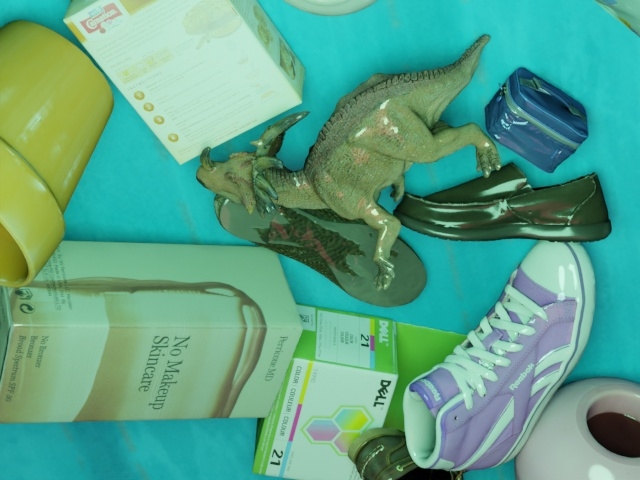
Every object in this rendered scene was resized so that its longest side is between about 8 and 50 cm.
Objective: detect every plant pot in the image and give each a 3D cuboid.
[{"bbox_3d":[-0.294,-0.093,1.252,0.205,0.188,0.205,26,152,15],"label":"plant pot"}]

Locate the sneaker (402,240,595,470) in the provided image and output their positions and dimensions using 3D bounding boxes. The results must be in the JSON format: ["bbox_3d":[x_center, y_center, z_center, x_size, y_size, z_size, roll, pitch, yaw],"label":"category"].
[{"bbox_3d":[0.178,0.124,1.414,0.161,0.102,0.282,3,114,-41],"label":"sneaker"}]

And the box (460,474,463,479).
[{"bbox_3d":[0.120,0.382,1.633,0.119,0.181,0.182,-5,128,7],"label":"box"}]

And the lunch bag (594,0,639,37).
[{"bbox_3d":[0.313,-0.258,1.140,0.223,0.160,0.262,31,156,-21],"label":"lunch bag"}]

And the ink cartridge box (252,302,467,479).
[{"bbox_3d":[0.066,0.185,1.536,0.255,0.097,0.189,10,127,-5],"label":"ink cartridge box"}]

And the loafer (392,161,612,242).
[{"bbox_3d":[0.183,-0.041,1.379,0.220,0.080,0.078,1,97,0],"label":"loafer"}]

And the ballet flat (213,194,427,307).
[{"bbox_3d":[0.000,0.000,1.426,0.250,0.058,0.084,22,100,-21],"label":"ballet flat"}]

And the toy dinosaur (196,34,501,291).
[{"bbox_3d":[0.036,-0.093,1.277,0.200,0.127,0.296,35,110,-29],"label":"toy dinosaur"}]

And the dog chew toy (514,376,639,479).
[{"bbox_3d":[0.309,0.308,1.566,0.206,0.206,0.332,6,136,-2],"label":"dog chew toy"}]

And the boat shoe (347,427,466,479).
[{"bbox_3d":[0.121,0.250,1.526,0.207,0.073,0.073,1,121,-44],"label":"boat shoe"}]

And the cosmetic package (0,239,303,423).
[{"bbox_3d":[-0.187,0.094,1.398,0.296,0.129,0.153,0,132,-23],"label":"cosmetic package"}]

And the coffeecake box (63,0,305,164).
[{"bbox_3d":[-0.123,-0.182,1.273,0.142,0.068,0.185,-25,123,20],"label":"coffeecake box"}]

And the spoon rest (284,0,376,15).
[{"bbox_3d":[0.043,-0.296,1.186,0.137,0.084,0.276,30,137,-18],"label":"spoon rest"}]

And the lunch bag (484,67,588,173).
[{"bbox_3d":[0.207,-0.121,1.310,0.098,0.067,0.065,29,123,-18],"label":"lunch bag"}]
